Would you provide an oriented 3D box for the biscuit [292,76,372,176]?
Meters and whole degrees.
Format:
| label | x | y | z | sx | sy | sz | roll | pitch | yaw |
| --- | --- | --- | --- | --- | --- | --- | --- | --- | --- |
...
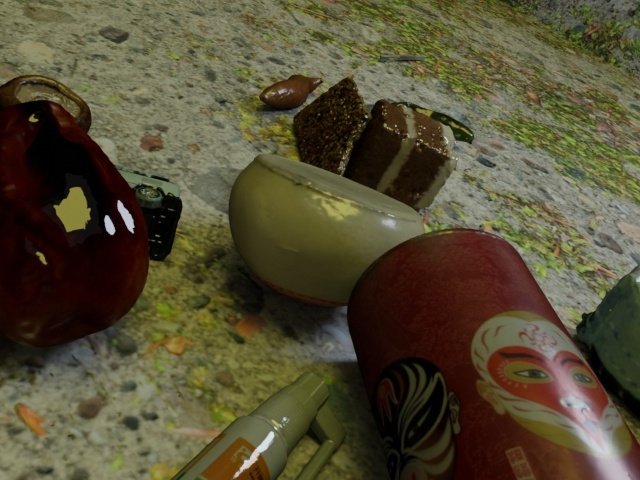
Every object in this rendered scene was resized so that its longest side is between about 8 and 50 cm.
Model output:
| label | x | y | z | sx | sy | sz | roll | pitch | yaw |
| --- | --- | --- | --- | --- | --- | --- | --- | --- | --- |
| biscuit | 0.021 | -0.178 | 1.062 | 0.026 | 0.131 | 0.236 | 43 | 20 | -34 |

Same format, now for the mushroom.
| label | x | y | z | sx | sy | sz | roll | pitch | yaw |
| --- | --- | --- | --- | --- | --- | --- | --- | --- | --- |
| mushroom | -0.370 | -0.173 | 0.880 | 0.123 | 0.052 | 0.123 | 22 | 35 | -16 |

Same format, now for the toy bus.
| label | x | y | z | sx | sy | sz | roll | pitch | yaw |
| --- | --- | --- | --- | --- | --- | --- | --- | --- | --- |
| toy bus | -0.256 | -0.048 | 0.746 | 0.194 | 0.087 | 0.089 | 14 | 27 | -13 |

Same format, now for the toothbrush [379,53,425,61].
| label | x | y | z | sx | sy | sz | roll | pitch | yaw |
| --- | --- | --- | --- | --- | --- | --- | --- | --- | --- |
| toothbrush | 0.209 | -0.465 | 1.675 | 0.014 | 0.017 | 0.194 | 41 | 37 | 27 |

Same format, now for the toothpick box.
| label | x | y | z | sx | sy | sz | roll | pitch | yaw |
| --- | --- | --- | --- | --- | --- | --- | --- | --- | --- |
| toothpick box | 0.152 | 0.166 | 0.579 | 0.204 | 0.204 | 0.333 | 10 | 36 | -19 |

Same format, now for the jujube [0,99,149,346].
| label | x | y | z | sx | sy | sz | roll | pitch | yaw |
| --- | --- | --- | --- | --- | --- | --- | --- | --- | --- |
| jujube | -0.253 | -0.022 | 0.608 | 0.168 | 0.168 | 0.236 | -6 | 68 | -37 |

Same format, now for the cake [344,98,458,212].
| label | x | y | z | sx | sy | sz | roll | pitch | yaw |
| --- | --- | --- | --- | --- | --- | --- | --- | --- | --- |
| cake | 0.131 | -0.135 | 1.065 | 0.147 | 0.134 | 0.135 | 25 | 32 | -14 |

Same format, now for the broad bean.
| label | x | y | z | sx | sy | sz | roll | pitch | yaw |
| --- | --- | --- | --- | --- | --- | --- | --- | --- | --- |
| broad bean | 0.218 | -0.242 | 1.340 | 0.196 | 0.046 | 0.061 | 19 | 45 | 3 |

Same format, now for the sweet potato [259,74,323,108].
| label | x | y | z | sx | sy | sz | roll | pitch | yaw |
| --- | --- | --- | --- | --- | --- | --- | --- | --- | --- |
| sweet potato | -0.053 | -0.274 | 1.218 | 0.055 | 0.058 | 0.202 | -12 | 16 | 27 |

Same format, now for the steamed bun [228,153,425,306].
| label | x | y | z | sx | sy | sz | roll | pitch | yaw |
| --- | --- | --- | --- | --- | --- | --- | --- | --- | --- |
| steamed bun | 0.000 | 0.000 | 0.763 | 0.232 | 0.145 | 0.232 | 21 | 10 | -4 |

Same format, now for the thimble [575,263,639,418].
| label | x | y | z | sx | sy | sz | roll | pitch | yaw |
| --- | --- | --- | --- | --- | --- | --- | --- | --- | --- |
| thimble | 0.475 | 0.135 | 0.865 | 0.238 | 0.150 | 0.237 | 15 | 36 | -11 |

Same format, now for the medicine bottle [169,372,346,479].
| label | x | y | z | sx | sy | sz | roll | pitch | yaw |
| --- | --- | --- | --- | --- | --- | --- | --- | --- | --- |
| medicine bottle | -0.051 | 0.194 | 0.554 | 0.092 | 0.061 | 0.221 | 53 | 37 | 1 |
